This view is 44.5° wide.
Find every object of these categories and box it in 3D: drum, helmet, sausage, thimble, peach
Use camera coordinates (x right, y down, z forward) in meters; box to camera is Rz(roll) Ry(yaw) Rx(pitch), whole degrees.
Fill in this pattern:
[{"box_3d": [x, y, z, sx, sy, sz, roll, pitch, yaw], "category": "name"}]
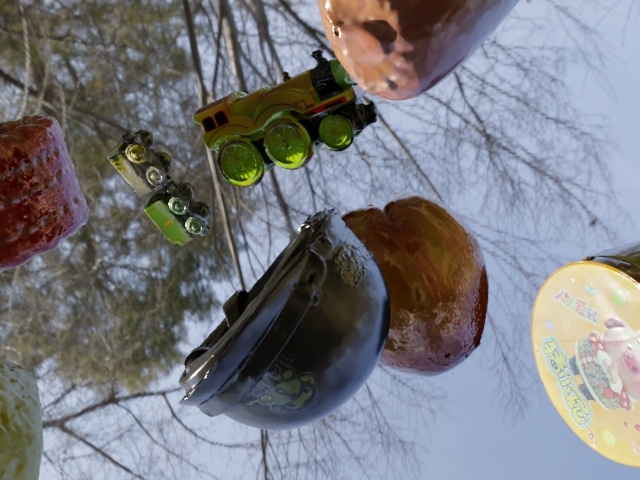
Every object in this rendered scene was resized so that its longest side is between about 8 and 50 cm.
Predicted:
[{"box_3d": [0.625, 0.209, 1.521, 0.214, 0.431, 0.431, -15, -130, -25], "category": "drum"}, {"box_3d": [-0.019, 0.099, 0.794, 0.160, 0.230, 0.279, 40, -159, -8], "category": "helmet"}, {"box_3d": [0.064, -0.135, 0.349, 0.077, 0.077, 0.194, 26, -125, 22], "category": "sausage"}, {"box_3d": [-0.612, -0.077, 1.400, 0.350, 0.231, 0.350, -11, -159, 4], "category": "thimble"}, {"box_3d": [0.127, 0.069, 1.133, 0.238, 0.281, 0.281, -22, -128, 0], "category": "peach"}]

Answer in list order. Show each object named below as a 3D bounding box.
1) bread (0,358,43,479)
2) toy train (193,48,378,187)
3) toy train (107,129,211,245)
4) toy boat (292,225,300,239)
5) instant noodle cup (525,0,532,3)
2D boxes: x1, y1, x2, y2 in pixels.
[{"box_3d": [-0.603, 0.324, 1.175, 0.348, 0.308, 0.348, -18, -119, 35], "category": "bread"}, {"box_3d": [-0.056, -0.195, 1.257, 0.296, 0.161, 0.100, -18, -166, 24], "category": "toy train"}, {"box_3d": [-0.249, -0.080, 1.212, 0.081, 0.202, 0.060, -26, -154, 23], "category": "toy train"}, {"box_3d": [0.000, 0.000, 1.724, 0.066, 0.172, 0.065, 33, -78, 34], "category": "toy boat"}, {"box_3d": [0.261, -0.302, 0.749, 0.122, 0.151, 0.151, 9, -128, 19], "category": "instant noodle cup"}]
